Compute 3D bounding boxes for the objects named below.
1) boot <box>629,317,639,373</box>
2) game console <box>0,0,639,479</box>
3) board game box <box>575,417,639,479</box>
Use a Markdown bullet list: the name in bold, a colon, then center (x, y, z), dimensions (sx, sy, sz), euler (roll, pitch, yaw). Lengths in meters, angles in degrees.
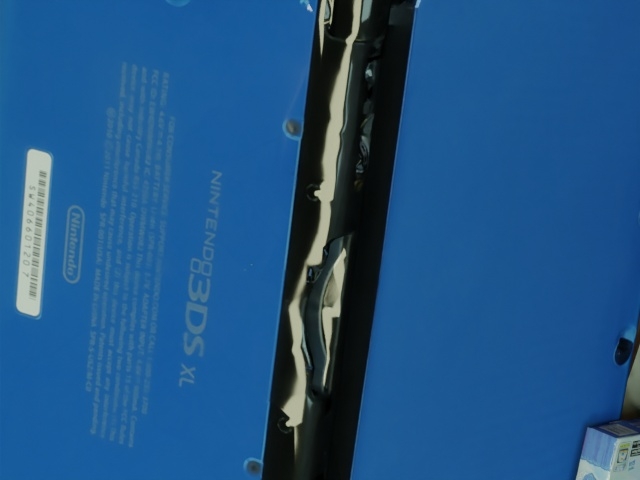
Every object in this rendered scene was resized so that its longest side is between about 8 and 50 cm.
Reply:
- **boot**: center (0.113, 0.009, 0.843), dimensions (0.106, 0.037, 0.114), euler (23, 105, -8)
- **game console**: center (0.000, 0.000, 0.799), dimensions (0.250, 0.173, 0.293), euler (15, 109, 23)
- **board game box**: center (0.148, 0.126, 0.854), dimensions (0.090, 0.020, 0.090), euler (-2, 106, -45)
